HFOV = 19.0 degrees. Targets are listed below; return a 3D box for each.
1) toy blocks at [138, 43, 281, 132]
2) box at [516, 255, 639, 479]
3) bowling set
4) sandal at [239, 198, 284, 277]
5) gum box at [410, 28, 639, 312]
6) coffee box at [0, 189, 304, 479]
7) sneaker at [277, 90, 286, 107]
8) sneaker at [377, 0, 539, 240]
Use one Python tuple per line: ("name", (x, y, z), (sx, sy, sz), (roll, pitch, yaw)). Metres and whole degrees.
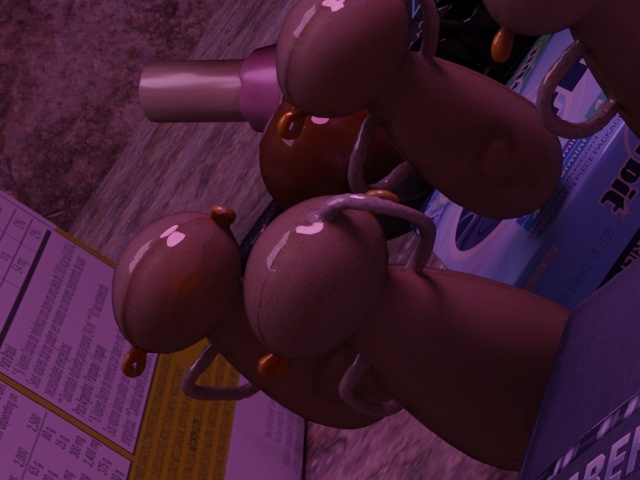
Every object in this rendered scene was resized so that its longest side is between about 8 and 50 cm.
("toy blocks", (0.014, -0.255, 1.238), (0.260, 0.309, 0.288), (2, 37, 26))
("box", (0.120, 0.040, 0.419), (0.232, 0.059, 0.183), (-45, 15, 47))
("bowling set", (0.000, 0.000, 0.625), (0.200, 0.154, 0.287), (36, 94, 47))
("sandal", (-0.032, 0.017, 1.219), (0.067, 0.040, 0.179), (-55, -5, -17))
("gum box", (0.107, -0.043, 0.755), (0.157, 0.041, 0.184), (-56, 11, 6))
("coffee box", (-0.236, 0.172, 0.861), (0.337, 0.334, 0.338), (-53, 11, 18))
("sneaker", (0.048, -0.131, 1.144), (0.064, 0.086, 0.192), (21, 82, 43))
("sneaker", (0.065, -0.117, 0.995), (0.106, 0.101, 0.267), (-38, 22, 53))
